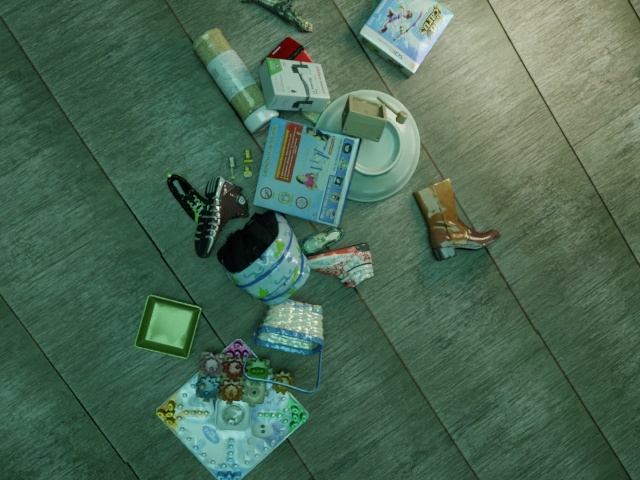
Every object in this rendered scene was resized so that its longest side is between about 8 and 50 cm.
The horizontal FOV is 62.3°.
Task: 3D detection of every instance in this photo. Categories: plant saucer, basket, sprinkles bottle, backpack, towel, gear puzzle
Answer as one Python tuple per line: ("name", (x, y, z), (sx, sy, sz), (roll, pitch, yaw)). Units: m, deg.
("plant saucer", (0.171, -0.333, 1.861), (0.401, 0.100, 0.399), (-1, 95, -9))
("basket", (-0.106, 0.352, 1.787), (0.255, 0.201, 0.288), (17, 58, -6))
("sprinkles bottle", (-0.288, -0.541, 1.804), (0.121, 0.121, 0.355), (-36, 95, -5))
("backpack", (-0.179, 0.055, 1.712), (0.290, 0.355, 0.273), (-38, 96, -6))
("towel", (0.011, -0.454, 1.891), (0.148, 0.027, 0.110), (35, 88, -6))
("plant saucer", (-0.524, 0.295, 1.829), (0.189, 0.045, 0.188), (15, 89, -8))
("gear puzzle", (-0.254, 0.486, 1.815), (0.339, 0.044, 0.175), (9, 89, -7))

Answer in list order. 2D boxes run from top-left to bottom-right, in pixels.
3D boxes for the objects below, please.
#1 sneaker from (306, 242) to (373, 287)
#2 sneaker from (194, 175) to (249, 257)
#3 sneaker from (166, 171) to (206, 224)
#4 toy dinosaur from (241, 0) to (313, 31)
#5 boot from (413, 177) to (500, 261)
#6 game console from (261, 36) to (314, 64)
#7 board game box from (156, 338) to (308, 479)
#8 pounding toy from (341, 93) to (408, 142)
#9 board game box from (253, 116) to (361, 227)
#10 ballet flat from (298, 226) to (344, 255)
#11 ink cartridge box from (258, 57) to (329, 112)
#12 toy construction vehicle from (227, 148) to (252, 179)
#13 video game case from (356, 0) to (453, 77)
("sneaker", (0.057, 0.105, 1.874), (0.270, 0.090, 0.144), (-13, 90, -9))
("sneaker", (-0.319, -0.067, 1.794), (0.163, 0.107, 0.281), (16, 85, -41))
("sneaker", (-0.447, -0.135, 1.804), (0.084, 0.097, 0.234), (-44, 96, -4))
("toy dinosaur", (-0.133, -0.832, 1.852), (0.268, 0.064, 0.118), (25, 95, -4))
("boot", (0.502, -0.090, 1.945), (0.264, 0.096, 0.280), (-17, 86, 1))
("game console", (-0.115, -0.626, 1.879), (0.144, 0.085, 0.124), (-45, 65, -5))
("board game box", (-0.306, 0.613, 1.858), (0.390, 0.050, 0.390), (-41, 95, -5))
("pounding toy", (0.178, -0.402, 1.752), (0.206, 0.181, 0.094), (14, 128, -9))
("board game box", (-0.045, -0.231, 1.790), (0.302, 0.086, 0.308), (16, 103, 7))
("ballet flat", (0.000, 0.000, 1.879), (0.189, 0.070, 0.070), (-29, 94, -5))
("ink cartridge box", (-0.088, -0.524, 1.793), (0.209, 0.087, 0.152), (-4, 69, -28))
("toy construction vehicle", (-0.281, -0.267, 1.859), (0.086, 0.035, 0.098), (-10, 95, -18))
("video game case", (0.305, -0.770, 1.905), (0.244, 0.061, 0.269), (34, 87, -7))
